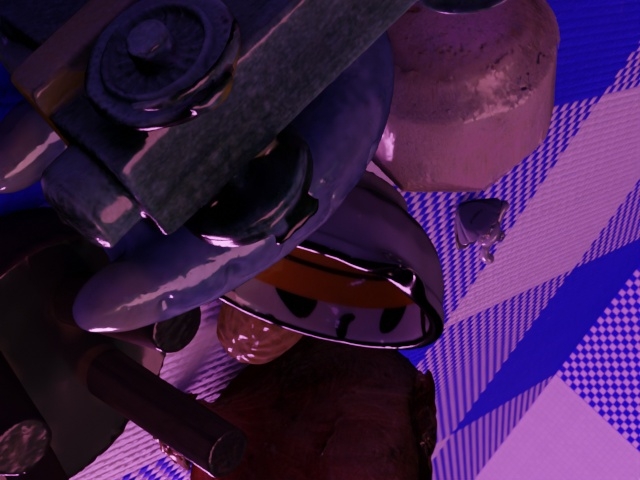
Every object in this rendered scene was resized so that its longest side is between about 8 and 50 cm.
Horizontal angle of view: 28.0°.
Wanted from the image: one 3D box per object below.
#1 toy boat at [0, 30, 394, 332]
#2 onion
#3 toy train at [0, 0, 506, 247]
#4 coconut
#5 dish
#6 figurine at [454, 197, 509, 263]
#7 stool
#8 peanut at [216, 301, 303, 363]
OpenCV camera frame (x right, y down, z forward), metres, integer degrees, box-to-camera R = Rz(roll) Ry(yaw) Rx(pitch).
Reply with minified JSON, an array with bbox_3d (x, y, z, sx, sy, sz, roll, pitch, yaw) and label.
[{"bbox_3d":[-0.076,-0.085,0.927,0.330,0.215,0.123,-33,179,-24],"label":"toy boat"},{"bbox_3d":[-0.006,0.272,1.587,0.353,0.353,0.354,-38,157,-19],"label":"onion"},{"bbox_3d":[-0.040,-0.174,0.787,0.397,0.253,0.160,-45,143,-9],"label":"toy train"},{"bbox_3d":[0.117,-0.145,1.199,0.224,0.224,0.234,-36,155,-23],"label":"coconut"},{"bbox_3d":[0.000,0.000,1.234,0.303,0.303,0.120,74,31,-66],"label":"dish"},{"bbox_3d":[0.230,-0.021,1.802,0.094,0.082,0.086,-49,137,-5],"label":"figurine"},{"bbox_3d":[-0.202,0.123,1.038,0.272,0.178,0.272,-26,130,-35],"label":"stool"},{"bbox_3d":[-0.033,0.045,1.406,0.226,0.095,0.108,-53,180,16],"label":"peanut"}]
